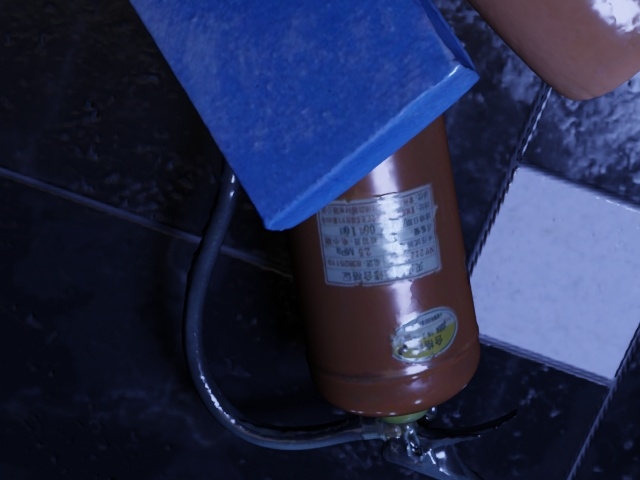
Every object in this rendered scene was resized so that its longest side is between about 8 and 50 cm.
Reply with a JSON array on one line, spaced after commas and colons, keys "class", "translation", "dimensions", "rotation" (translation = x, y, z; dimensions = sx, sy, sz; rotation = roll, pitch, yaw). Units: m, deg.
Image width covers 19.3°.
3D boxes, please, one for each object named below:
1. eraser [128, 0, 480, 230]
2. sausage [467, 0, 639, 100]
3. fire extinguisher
[{"class": "eraser", "translation": [-0.045, -0.166, 1.060], "dimensions": [0.144, 0.042, 0.312], "rotation": [-39, 66, 16]}, {"class": "sausage", "translation": [0.079, -0.217, 1.007], "dimensions": [0.121, 0.121, 0.304], "rotation": [-39, 106, 15]}, {"class": "fire extinguisher", "translation": [0.007, -0.004, 1.195], "dimensions": [0.200, 0.113, 0.376], "rotation": [1, 113, 31]}]
